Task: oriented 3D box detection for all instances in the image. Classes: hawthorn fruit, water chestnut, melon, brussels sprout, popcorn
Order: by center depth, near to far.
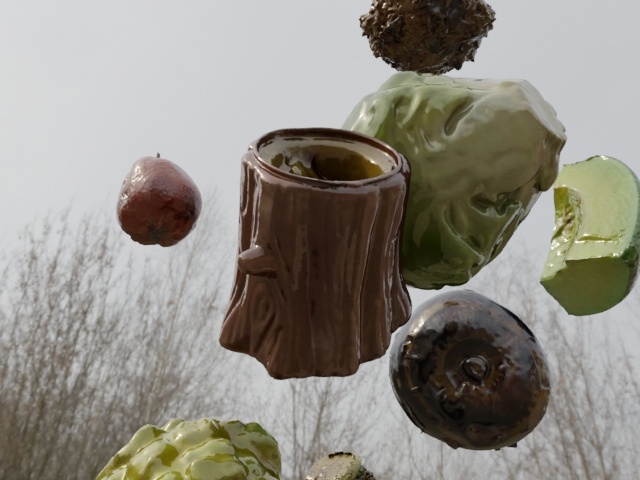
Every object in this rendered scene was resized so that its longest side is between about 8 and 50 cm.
[{"bbox_3d":[-0.136,0.316,0.564,0.226,0.285,0.174,-3,10,-14],"label":"popcorn"},{"bbox_3d":[0.150,-0.096,0.791,0.243,0.274,0.316,10,-62,-55],"label":"brussels sprout"},{"bbox_3d":[0.272,0.243,1.094,0.300,0.299,0.300,5,-35,4],"label":"water chestnut"},{"bbox_3d":[-0.318,-0.074,1.170,0.174,0.179,0.173,-14,-54,-20],"label":"hawthorn fruit"},{"bbox_3d":[0.624,-0.035,1.348,0.226,0.343,0.331,19,-24,21],"label":"melon"}]

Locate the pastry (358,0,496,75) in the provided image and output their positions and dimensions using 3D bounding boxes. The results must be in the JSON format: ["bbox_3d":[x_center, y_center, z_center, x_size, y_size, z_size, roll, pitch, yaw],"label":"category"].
[{"bbox_3d":[0.216,-0.462,1.214,0.275,0.192,0.275,-2,-19,-1],"label":"pastry"}]

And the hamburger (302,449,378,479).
[{"bbox_3d":[0.041,0.566,1.357,0.177,0.113,0.185,-27,-1,1],"label":"hamburger"}]

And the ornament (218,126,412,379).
[{"bbox_3d":[0.000,0.000,0.655,0.235,0.221,0.217,-4,-60,-17],"label":"ornament"}]
